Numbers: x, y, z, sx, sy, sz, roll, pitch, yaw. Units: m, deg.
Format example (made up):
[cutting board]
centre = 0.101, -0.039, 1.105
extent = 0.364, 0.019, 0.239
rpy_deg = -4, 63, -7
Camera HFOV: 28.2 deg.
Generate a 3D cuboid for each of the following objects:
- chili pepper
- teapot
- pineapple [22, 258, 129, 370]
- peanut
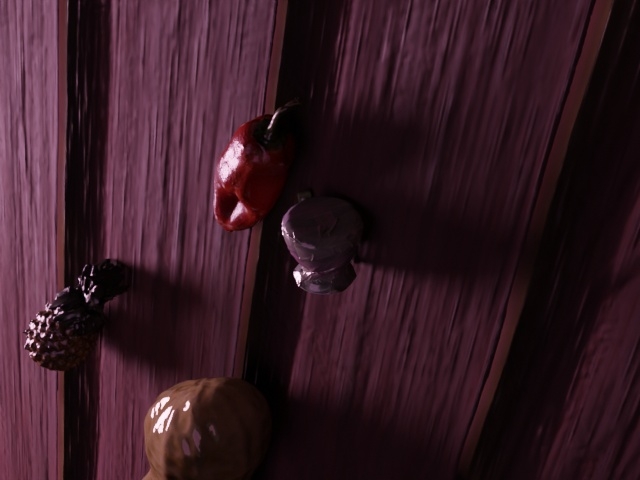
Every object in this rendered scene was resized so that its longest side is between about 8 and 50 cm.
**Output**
[chili pepper]
centre = -0.056, -0.056, 1.029
extent = 0.059, 0.050, 0.191
rpy_deg = 34, 144, 2
[teapot]
centre = 0.000, 0.000, 1.010
extent = 0.083, 0.064, 0.064
rpy_deg = -117, 19, -48
[pineapple]
centre = -0.243, 0.072, 1.283
extent = 0.074, 0.074, 0.159
rpy_deg = 50, 134, 9
[peanut]
centre = -0.124, 0.217, 1.221
extent = 0.125, 0.111, 0.274
rpy_deg = 45, 138, 21
